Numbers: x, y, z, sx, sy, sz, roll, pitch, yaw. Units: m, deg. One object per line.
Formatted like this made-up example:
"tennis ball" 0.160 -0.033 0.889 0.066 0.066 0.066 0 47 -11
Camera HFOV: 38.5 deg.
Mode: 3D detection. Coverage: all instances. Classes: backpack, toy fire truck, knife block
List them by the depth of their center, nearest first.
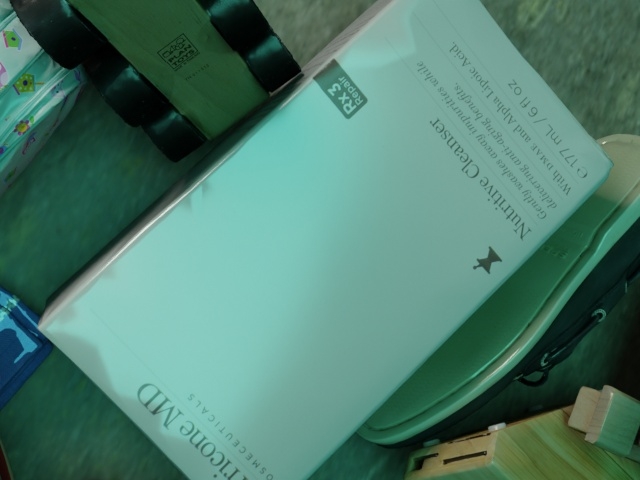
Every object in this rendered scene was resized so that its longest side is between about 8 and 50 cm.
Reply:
"backpack" -0.246 -0.083 0.616 0.115 0.152 0.182 38 105 -22
"toy fire truck" -0.129 -0.217 0.644 0.158 0.217 0.246 -36 63 5
"knife block" 0.210 0.254 0.743 0.275 0.088 0.242 -3 72 -47

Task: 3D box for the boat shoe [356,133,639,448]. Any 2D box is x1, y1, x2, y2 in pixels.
"boat shoe" 0.173 0.062 0.775 0.340 0.127 0.113 -47 127 -11

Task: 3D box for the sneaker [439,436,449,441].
"sneaker" 0.114 0.255 0.788 0.076 0.065 0.167 -14 90 -7

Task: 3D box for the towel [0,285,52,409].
"towel" -0.396 0.054 0.659 0.336 0.040 0.243 42 82 -11

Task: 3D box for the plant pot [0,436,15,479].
"plant pot" -0.293 0.152 0.570 0.174 0.191 0.191 -22 96 -15

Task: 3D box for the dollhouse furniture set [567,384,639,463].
"dollhouse furniture set" 0.414 0.080 0.751 0.355 0.173 0.303 25 82 -36

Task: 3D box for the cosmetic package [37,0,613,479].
"cosmetic package" 0.000 0.000 0.700 0.385 0.156 0.217 -46 102 -10
